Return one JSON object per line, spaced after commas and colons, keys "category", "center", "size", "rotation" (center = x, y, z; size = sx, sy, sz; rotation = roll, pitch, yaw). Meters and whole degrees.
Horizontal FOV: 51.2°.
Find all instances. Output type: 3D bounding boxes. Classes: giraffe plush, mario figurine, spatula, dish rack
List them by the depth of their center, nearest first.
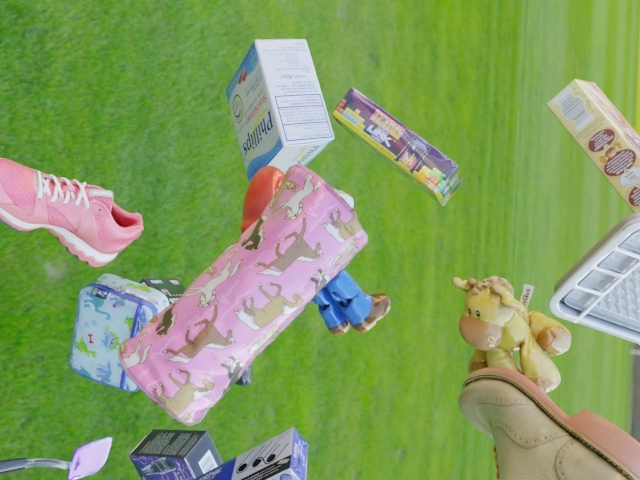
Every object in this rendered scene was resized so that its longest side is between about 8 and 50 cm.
{"category": "giraffe plush", "center": [0.297, 0.136, 1.099], "size": [0.170, 0.181, 0.210], "rotation": [36, 52, -42]}
{"category": "mario figurine", "center": [0.000, 0.000, 1.139], "size": [0.320, 0.198, 0.170], "rotation": [55, 17, -19]}
{"category": "dish rack", "center": [0.636, 0.076, 1.281], "size": [0.072, 0.333, 0.285], "rotation": [-86, -159, -47]}
{"category": "spatula", "center": [-0.548, 0.437, 1.301], "size": [0.296, 0.030, 0.084], "rotation": [8, 104, -42]}

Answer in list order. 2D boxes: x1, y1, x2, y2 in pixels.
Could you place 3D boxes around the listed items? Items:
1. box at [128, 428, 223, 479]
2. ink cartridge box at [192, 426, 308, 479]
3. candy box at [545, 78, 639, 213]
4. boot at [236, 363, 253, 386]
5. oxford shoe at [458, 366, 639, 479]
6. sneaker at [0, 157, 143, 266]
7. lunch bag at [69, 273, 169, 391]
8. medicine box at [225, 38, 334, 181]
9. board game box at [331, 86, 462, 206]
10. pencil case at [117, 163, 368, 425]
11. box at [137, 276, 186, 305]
{"category": "box", "center": [-0.370, 0.588, 1.748], "size": [0.108, 0.207, 0.153], "rotation": [-47, 120, -53]}
{"category": "ink cartridge box", "center": [-0.118, 0.382, 1.051], "size": [0.046, 0.207, 0.097], "rotation": [55, 14, -18]}
{"category": "candy box", "center": [0.653, -0.211, 1.483], "size": [0.183, 0.087, 0.316], "rotation": [-15, 68, -54]}
{"category": "boot", "center": [-0.471, 0.366, 2.262], "size": [0.146, 0.445, 0.367], "rotation": [81, -5, -62]}
{"category": "oxford shoe", "center": [0.263, 0.273, 0.864], "size": [0.146, 0.397, 0.140], "rotation": [-42, 100, -9]}
{"category": "sneaker", "center": [-0.433, -0.070, 1.150], "size": [0.314, 0.136, 0.116], "rotation": [40, 27, -53]}
{"category": "lunch bag", "center": [-0.406, 0.188, 1.356], "size": [0.090, 0.176, 0.219], "rotation": [-57, 167, -71]}
{"category": "medicine box", "center": [-0.115, -0.335, 1.754], "size": [0.149, 0.263, 0.289], "rotation": [-9, 77, -27]}
{"category": "board game box", "center": [0.106, -0.121, 0.887], "size": [0.048, 0.170, 0.141], "rotation": [-52, 168, 5]}
{"category": "pencil case", "center": [-0.108, 0.076, 0.939], "size": [0.386, 0.160, 0.167], "rotation": [-47, 173, -7]}
{"category": "box", "center": [-0.348, 0.169, 1.627], "size": [0.051, 0.175, 0.220], "rotation": [-44, 172, 2]}
